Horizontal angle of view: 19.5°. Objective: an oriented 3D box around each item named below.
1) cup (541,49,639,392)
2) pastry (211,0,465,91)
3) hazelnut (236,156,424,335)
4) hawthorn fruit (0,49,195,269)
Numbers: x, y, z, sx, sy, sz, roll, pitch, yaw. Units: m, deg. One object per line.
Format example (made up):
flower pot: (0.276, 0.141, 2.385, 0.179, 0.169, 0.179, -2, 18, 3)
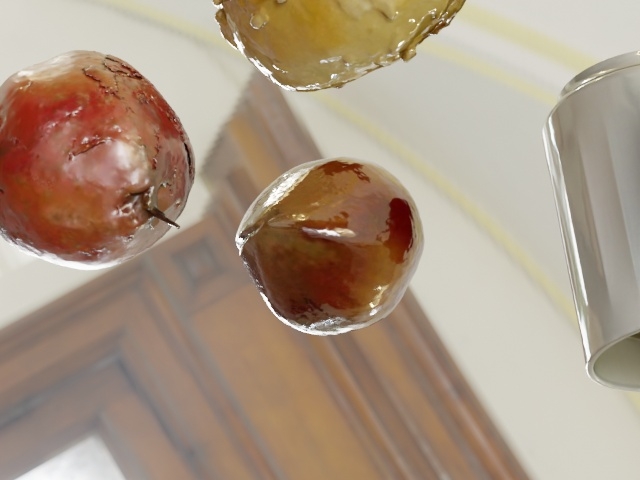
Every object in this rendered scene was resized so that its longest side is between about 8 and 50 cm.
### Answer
cup: (0.378, -0.041, 2.005, 0.323, 0.237, 0.327, 90, -6, -66)
pastry: (0.017, -0.293, 1.660, 0.184, 0.315, 0.284, 35, 11, -40)
hazelnut: (0.000, 0.000, 2.001, 0.208, 0.208, 0.208, 46, -27, 32)
hawthorn fruit: (-0.170, -0.058, 1.454, 0.235, 0.181, 0.181, 23, -43, 50)
